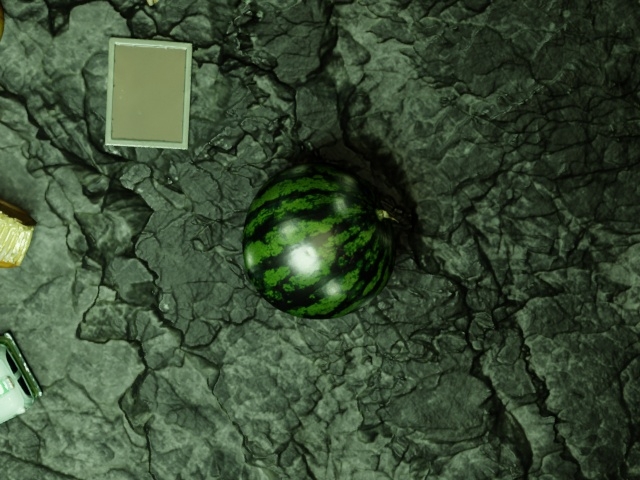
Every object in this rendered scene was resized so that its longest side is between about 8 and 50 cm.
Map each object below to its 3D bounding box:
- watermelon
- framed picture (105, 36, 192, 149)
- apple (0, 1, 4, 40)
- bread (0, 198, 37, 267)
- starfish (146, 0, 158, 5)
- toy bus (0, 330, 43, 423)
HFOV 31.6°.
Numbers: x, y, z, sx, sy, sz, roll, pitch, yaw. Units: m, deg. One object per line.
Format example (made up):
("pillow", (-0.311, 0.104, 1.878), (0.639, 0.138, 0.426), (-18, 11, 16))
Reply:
("watermelon", (-0.005, 0.002, 1.891), (0.268, 0.269, 0.269), (-1, 95, -10))
("framed picture", (-0.293, -0.250, 1.933), (0.141, 0.011, 0.183), (2, 95, -10))
("apple", (-0.590, -0.348, 1.805), (0.163, 0.146, 0.147), (17, 97, -13))
("bread", (-0.565, -0.027, 1.844), (0.190, 0.132, 0.114), (24, 93, -9))
("starfish", (-0.318, -0.530, 1.857), (0.303, 0.113, 0.312), (-21, 89, -10))
("toy bus", (-0.609, 0.273, 1.847), (0.276, 0.164, 0.134), (-28, 98, -7))
